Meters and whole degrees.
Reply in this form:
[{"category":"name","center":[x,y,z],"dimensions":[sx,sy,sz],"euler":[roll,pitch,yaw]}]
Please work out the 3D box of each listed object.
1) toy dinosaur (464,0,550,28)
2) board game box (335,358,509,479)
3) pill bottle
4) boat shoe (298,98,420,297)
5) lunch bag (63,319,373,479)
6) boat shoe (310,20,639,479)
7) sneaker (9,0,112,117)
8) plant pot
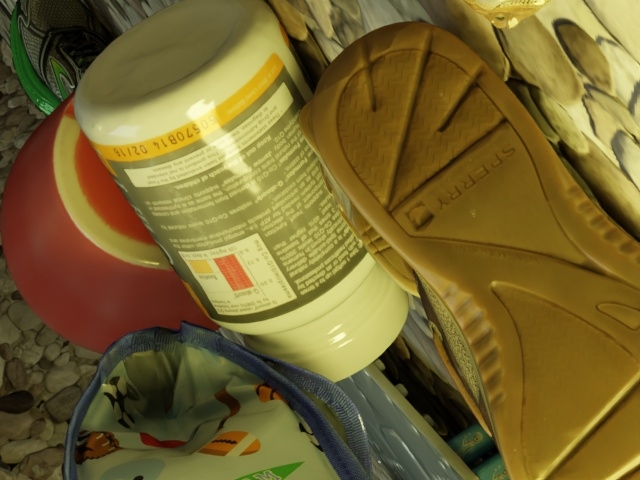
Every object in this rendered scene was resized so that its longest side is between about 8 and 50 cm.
[{"category":"toy dinosaur","center":[0.011,-0.169,0.673],"dimensions":[0.211,0.064,0.112],"euler":[54,172,10]},{"category":"board game box","center":[0.115,0.221,1.636],"dimensions":[0.390,0.050,0.390],"euler":[46,168,44]},{"category":"pill bottle","center":[-0.049,-0.031,1.196],"dimensions":[0.278,0.162,0.162],"euler":[60,170,-31]},{"category":"boat shoe","center":[0.044,-0.026,1.067],"dimensions":[0.170,0.063,0.059],"euler":[61,178,30]},{"category":"lunch bag","center":[-0.062,0.276,1.138],"dimensions":[0.385,0.239,0.327],"euler":[-131,34,-60]},{"category":"boat shoe","center":[0.118,0.049,0.795],"dimensions":[0.342,0.123,0.123],"euler":[54,-177,14]},{"category":"sneaker","center":[-0.260,-0.191,1.949],"dimensions":[0.343,0.134,0.146],"euler":[55,147,21]},{"category":"plant pot","center":[-0.160,-0.044,1.502],"dimensions":[0.275,0.275,0.243],"euler":[54,163,3]}]
